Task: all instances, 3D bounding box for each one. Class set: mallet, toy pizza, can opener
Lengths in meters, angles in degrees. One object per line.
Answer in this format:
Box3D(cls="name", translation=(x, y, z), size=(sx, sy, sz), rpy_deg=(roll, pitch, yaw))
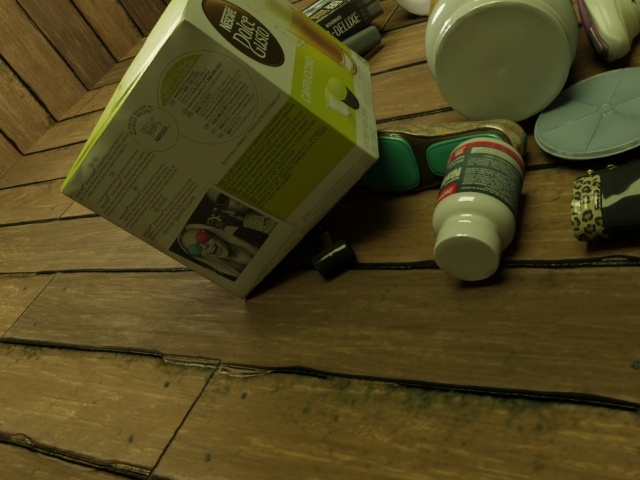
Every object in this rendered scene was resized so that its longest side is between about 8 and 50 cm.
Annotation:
Box3D(cls="mallet", translation=(0.000, 0.000, 1.118), size=(0.062, 0.039, 0.190), rpy_deg=(-37, 27, 0))
Box3D(cls="toy pizza", translation=(0.403, -0.173, 0.984), size=(0.201, 0.032, 0.201), rpy_deg=(-22, 34, 16))
Box3D(cls="can opener", translation=(0.026, -0.375, 1.563), size=(0.283, 0.095, 0.076), rpy_deg=(-35, 16, -21))

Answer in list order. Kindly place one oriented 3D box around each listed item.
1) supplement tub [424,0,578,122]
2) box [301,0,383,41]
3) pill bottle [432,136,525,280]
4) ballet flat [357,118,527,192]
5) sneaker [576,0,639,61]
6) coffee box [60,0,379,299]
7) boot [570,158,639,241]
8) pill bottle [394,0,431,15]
Box3D(cls="supplement tub", translation=(0.286, -0.347, 1.123), size=(0.228, 0.228, 0.316), rpy_deg=(-17, 33, 25))
Box3D(cls="box", translation=(-0.004, -0.528, 1.730), size=(0.242, 0.077, 0.307), rpy_deg=(-34, 23, 0))
Box3D(cls="pill bottle", translation=(0.203, -0.040, 0.915), size=(0.107, 0.108, 0.180), rpy_deg=(-11, 39, 32))
Box3D(cls="ballet flat", translation=(0.175, -0.136, 1.097), size=(0.315, 0.108, 0.106), rpy_deg=(5, 28, 38))
Box3D(cls="sneaker", translation=(0.498, -0.401, 1.121), size=(0.152, 0.114, 0.305), rpy_deg=(-10, 39, 34))
Box3D(cls="coffee box", translation=(-0.146, -0.189, 1.117), size=(0.338, 0.334, 0.338), rpy_deg=(-45, 25, 28))
Box3D(cls="boot", translation=(0.400, -0.093, 0.833), size=(0.178, 0.085, 0.236), rpy_deg=(-9, 40, 37))
Box3D(cls="pill bottle", translation=(0.304, -0.697, 1.601), size=(0.204, 0.204, 0.361), rpy_deg=(12, 54, 49))
